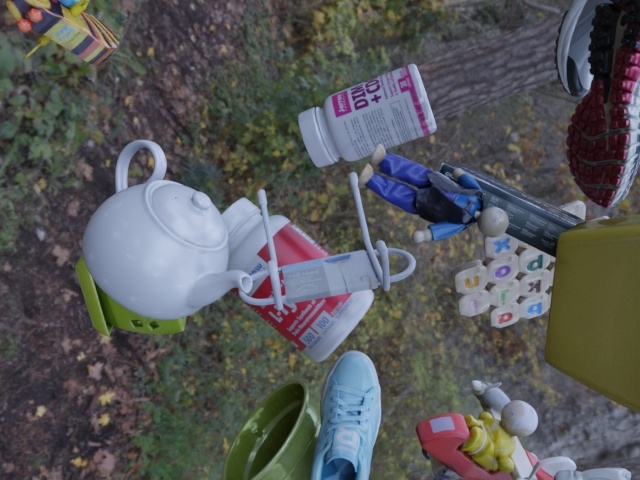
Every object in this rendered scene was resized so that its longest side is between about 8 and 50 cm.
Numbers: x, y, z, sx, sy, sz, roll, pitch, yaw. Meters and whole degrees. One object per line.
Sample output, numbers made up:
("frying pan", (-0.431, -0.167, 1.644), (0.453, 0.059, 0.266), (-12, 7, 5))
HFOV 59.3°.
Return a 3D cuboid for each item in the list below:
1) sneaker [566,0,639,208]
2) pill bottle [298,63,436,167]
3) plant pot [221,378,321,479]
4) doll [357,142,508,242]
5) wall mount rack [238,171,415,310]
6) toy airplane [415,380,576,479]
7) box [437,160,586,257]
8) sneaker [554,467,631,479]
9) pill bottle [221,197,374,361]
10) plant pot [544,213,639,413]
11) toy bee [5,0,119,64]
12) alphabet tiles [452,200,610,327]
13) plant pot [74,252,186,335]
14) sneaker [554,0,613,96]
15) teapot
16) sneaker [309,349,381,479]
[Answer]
("sneaker", (0.420, -0.184, 0.745), (0.121, 0.112, 0.299), (-118, -151, -61))
("pill bottle", (0.104, -0.274, 1.271), (0.160, 0.283, 0.160), (-19, 90, -76))
("plant pot", (-0.035, 0.500, 1.264), (0.254, 0.276, 0.276), (42, 23, -13))
("doll", (0.142, -0.051, 0.704), (0.129, 0.189, 0.046), (-59, 167, -27))
("wall mount rack", (0.000, 0.000, 1.112), (0.304, 0.350, 0.130), (-106, -173, -58))
("toy airplane", (0.475, 0.522, 1.401), (0.386, 0.272, 0.384), (36, 27, 31))
("box", (0.275, -0.047, 0.815), (0.220, 0.051, 0.175), (28, 17, 14))
("sneaker", (0.474, 0.479, 0.858), (0.292, 0.118, 0.110), (61, 22, -3))
("pill bottle", (-0.089, 0.088, 1.386), (0.408, 0.229, 0.229), (40, 16, 2))
("plant pot", (0.355, 0.067, 0.601), (0.212, 0.187, 0.212), (-12, 107, -58))
("toy bee", (-0.488, -0.392, 0.988), (0.298, 0.195, 0.162), (11, 44, -40))
("alphabet tiles", (0.376, 0.050, 0.997), (0.021, 0.284, 0.278), (-106, 175, -46))
("plant pot", (-0.437, 0.085, 1.324), (0.228, 0.207, 0.227), (-113, -164, -65))
("sneaker", (0.439, -0.350, 0.861), (0.100, 0.108, 0.271), (-31, 137, -41))
("teapot", (-0.247, -0.012, 0.921), (0.256, 0.187, 0.252), (32, 26, -22))
("sneaker", (0.057, 0.392, 1.110), (0.150, 0.135, 0.365), (110, -10, -68))
